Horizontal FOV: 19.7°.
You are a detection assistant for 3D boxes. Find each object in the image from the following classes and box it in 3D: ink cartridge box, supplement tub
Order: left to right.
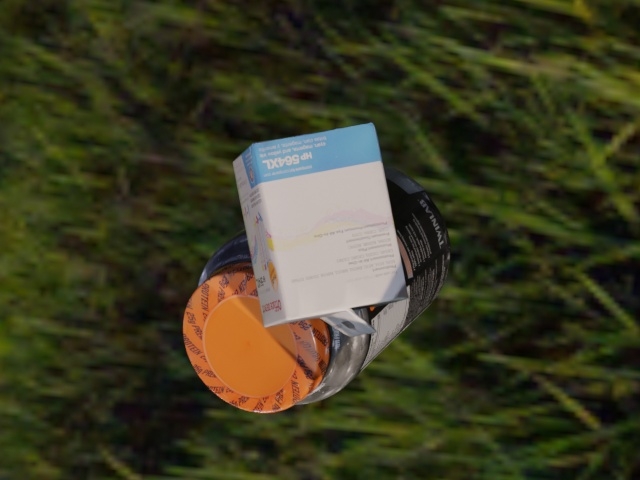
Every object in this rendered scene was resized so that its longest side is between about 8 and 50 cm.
[{"bbox_3d":[-0.004,0.053,2.070,0.338,0.207,0.207,-37,-30,-57],"label":"supplement tub"},{"bbox_3d":[0.000,0.000,1.298,0.092,0.090,0.143,151,109,-77],"label":"ink cartridge box"}]
